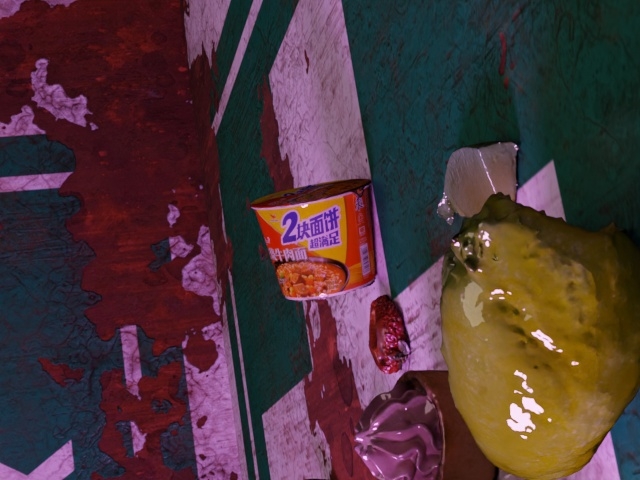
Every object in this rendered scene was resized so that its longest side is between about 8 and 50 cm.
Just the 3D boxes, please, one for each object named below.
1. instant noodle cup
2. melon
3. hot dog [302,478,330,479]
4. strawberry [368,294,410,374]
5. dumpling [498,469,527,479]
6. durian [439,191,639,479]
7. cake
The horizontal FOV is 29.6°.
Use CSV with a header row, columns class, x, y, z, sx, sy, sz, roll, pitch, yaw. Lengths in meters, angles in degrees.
class,x,y,z,sx,sy,sz,roll,pitch,yaw
instant noodle cup,0.000,0.000,2.043,0.213,0.213,0.174,-157,54,-74
melon,0.201,-0.062,1.536,0.114,0.053,0.262,64,167,6
hot dog,0.012,0.555,2.415,0.242,0.084,0.073,-114,22,-55
strawberry,0.104,0.152,1.965,0.152,0.048,0.104,-116,28,-48
dumpling,0.245,0.286,1.467,0.052,0.057,0.076,-9,114,41
durian,0.221,0.099,1.209,0.256,0.204,0.340,-93,-8,-76
cake,0.131,0.277,1.642,0.208,0.178,0.185,97,161,-51
